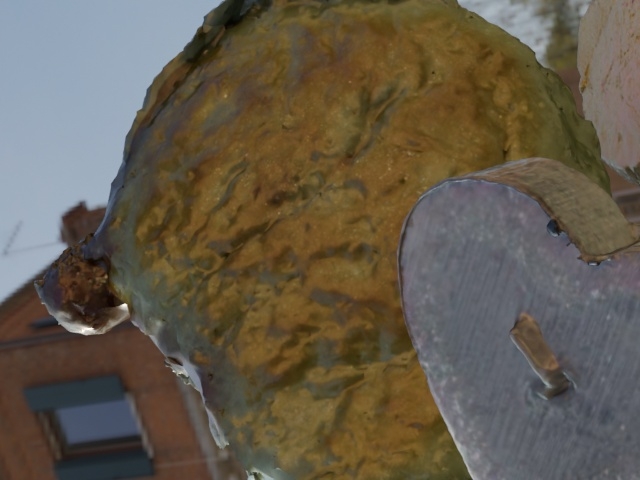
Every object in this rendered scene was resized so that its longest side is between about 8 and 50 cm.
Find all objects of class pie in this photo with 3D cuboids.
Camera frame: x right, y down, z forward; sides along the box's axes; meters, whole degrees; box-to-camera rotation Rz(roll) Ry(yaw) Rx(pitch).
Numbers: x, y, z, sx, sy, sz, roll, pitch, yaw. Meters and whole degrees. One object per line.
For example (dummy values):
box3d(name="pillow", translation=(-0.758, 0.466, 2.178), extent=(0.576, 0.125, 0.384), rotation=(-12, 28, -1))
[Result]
box3d(name="pie", translation=(0.024, -0.001, 1.014), extent=(0.395, 0.418, 0.180), rotation=(-60, -30, -4))

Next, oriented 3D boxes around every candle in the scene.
box3d(name="candle", translation=(0.118, 0.058, 0.595), extent=(0.068, 0.192, 0.168), rotation=(-20, -48, -46))

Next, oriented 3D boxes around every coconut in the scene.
box3d(name="coconut", translation=(0.378, -0.152, 1.175), extent=(0.239, 0.244, 0.239), rotation=(178, 90, -73))
